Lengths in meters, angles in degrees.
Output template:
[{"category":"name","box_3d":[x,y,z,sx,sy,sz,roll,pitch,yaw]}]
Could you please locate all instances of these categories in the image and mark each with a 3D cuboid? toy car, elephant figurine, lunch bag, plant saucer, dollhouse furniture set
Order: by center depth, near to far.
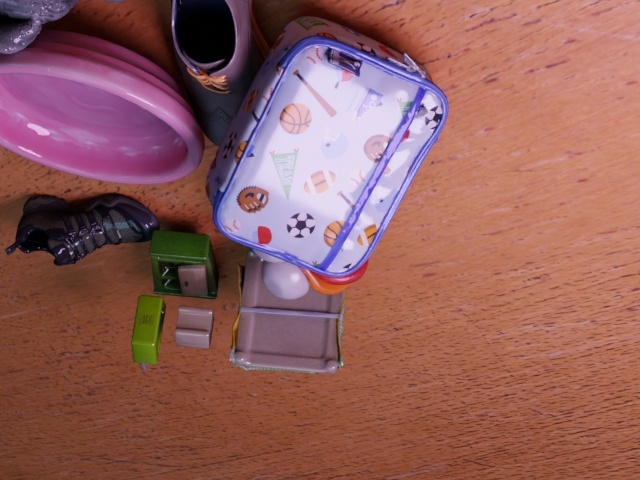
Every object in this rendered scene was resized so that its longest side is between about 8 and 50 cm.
[{"category":"elephant figurine","box_3d":[-0.372,-0.310,1.708,0.239,0.186,0.169,19,161,13]},{"category":"lunch bag","box_3d":[0.014,-0.114,1.754,0.243,0.115,0.303,23,110,-20]},{"category":"plant saucer","box_3d":[-0.308,-0.178,1.856,0.332,0.084,0.332,10,160,4]},{"category":"toy car","box_3d":[0.000,0.000,1.931,0.136,0.159,0.182,27,149,35]},{"category":"dollhouse furniture set","box_3d":[-0.110,0.114,2.083,0.301,0.198,0.151,5,154,2]}]

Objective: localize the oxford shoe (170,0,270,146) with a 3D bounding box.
[{"category":"oxford shoe","box_3d":[-0.137,-0.230,1.755,0.130,0.133,0.364,7,140,11]}]

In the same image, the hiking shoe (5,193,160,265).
[{"category":"hiking shoe","box_3d":[-0.349,-0.003,2.106,0.226,0.114,0.086,0,138,19]}]
